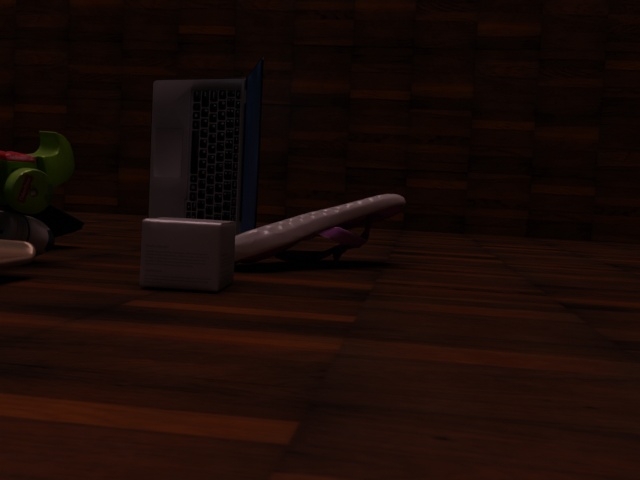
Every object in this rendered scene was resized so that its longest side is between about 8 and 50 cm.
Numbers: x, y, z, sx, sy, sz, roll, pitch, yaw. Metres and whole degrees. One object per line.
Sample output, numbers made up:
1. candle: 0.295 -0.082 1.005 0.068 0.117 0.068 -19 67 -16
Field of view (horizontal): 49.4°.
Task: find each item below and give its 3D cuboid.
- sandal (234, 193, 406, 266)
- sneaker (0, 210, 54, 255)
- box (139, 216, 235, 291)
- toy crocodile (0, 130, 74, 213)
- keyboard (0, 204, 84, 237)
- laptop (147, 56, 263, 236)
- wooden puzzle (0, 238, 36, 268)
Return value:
1. sandal: -0.009 0.003 1.247 0.416 0.102 0.169 -16 0 -38
2. sneaker: -0.530 -0.007 1.117 0.258 0.094 0.091 11 -10 35
3. box: -0.168 0.015 0.897 0.101 0.087 0.102 3 4 4
4. toy crocodile: -0.502 -0.082 0.981 0.115 0.105 0.341 13 23 38
5. keyboard: -0.593 -0.053 1.253 0.202 0.033 0.317 -15 -20 10
6. laptop: -0.260 -0.175 1.498 0.408 0.381 0.236 5 4 22
7. wooden puzzle: -0.491 0.031 0.813 0.221 0.044 0.238 3 8 6
